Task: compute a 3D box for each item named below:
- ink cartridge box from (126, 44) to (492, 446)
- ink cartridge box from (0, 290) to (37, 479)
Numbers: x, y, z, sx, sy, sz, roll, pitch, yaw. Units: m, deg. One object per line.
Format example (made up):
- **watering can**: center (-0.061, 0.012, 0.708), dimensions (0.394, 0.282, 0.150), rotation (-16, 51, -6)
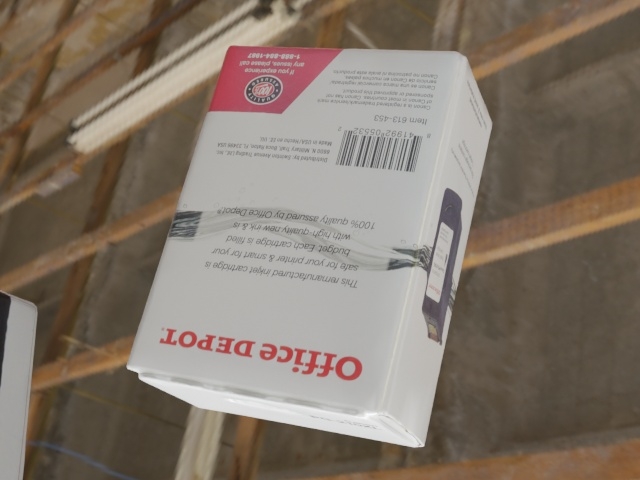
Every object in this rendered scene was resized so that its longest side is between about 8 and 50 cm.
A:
- **ink cartridge box**: center (0.000, 0.000, 0.686), dimensions (0.172, 0.100, 0.237), rotation (6, -110, 24)
- **ink cartridge box**: center (-0.235, 0.151, 0.413), dimensions (0.333, 0.065, 0.165), rotation (-34, -134, 32)
